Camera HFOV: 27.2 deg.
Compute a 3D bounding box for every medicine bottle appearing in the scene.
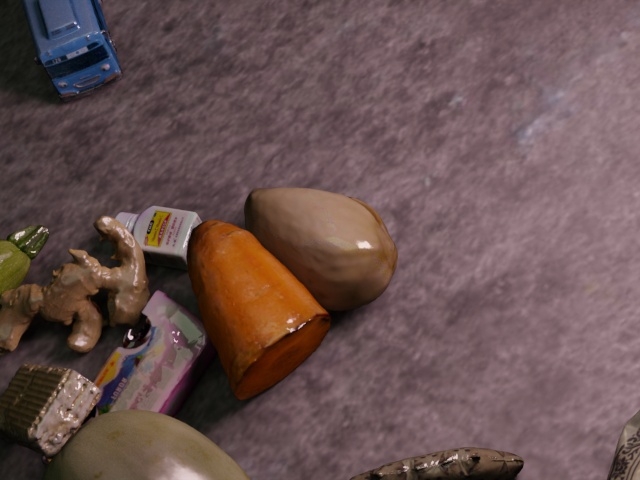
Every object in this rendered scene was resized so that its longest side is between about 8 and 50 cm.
[{"bbox_3d":[-0.231,-0.007,1.871,0.118,0.055,0.074,10,66,17],"label":"medicine bottle"}]

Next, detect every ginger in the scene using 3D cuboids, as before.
[{"bbox_3d":[-0.345,0.092,1.819,0.258,0.065,0.149,-37,90,1],"label":"ginger"}]

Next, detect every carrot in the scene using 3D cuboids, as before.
[{"bbox_3d":[-0.103,0.069,1.718,0.159,0.159,0.225,-33,73,-7],"label":"carrot"}]

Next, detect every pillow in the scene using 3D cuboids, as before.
[{"bbox_3d":[0.128,0.287,1.611,0.241,0.093,0.051,-11,64,5],"label":"pillow"}]

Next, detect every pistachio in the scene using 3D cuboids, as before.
[{"bbox_3d":[0.000,0.000,1.772,0.238,0.138,0.153,38,92,26],"label":"pistachio"}]

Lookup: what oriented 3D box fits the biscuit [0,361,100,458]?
[{"bbox_3d":[-0.361,0.215,1.697,0.062,0.239,0.108,39,72,-19],"label":"biscuit"}]

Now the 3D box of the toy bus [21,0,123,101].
[{"bbox_3d":[-0.394,-0.345,2.045,0.116,0.133,0.234,-21,59,-1],"label":"toy bus"}]

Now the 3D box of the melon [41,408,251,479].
[{"bbox_3d":[-0.190,0.345,1.551,0.271,0.272,0.308,-17,94,3],"label":"melon"}]

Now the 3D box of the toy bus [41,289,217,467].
[{"bbox_3d":[-0.246,0.206,1.739,0.112,0.090,0.274,27,70,17],"label":"toy bus"}]

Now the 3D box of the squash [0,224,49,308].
[{"bbox_3d":[-0.446,0.028,1.889,0.105,0.105,0.132,35,59,26],"label":"squash"}]

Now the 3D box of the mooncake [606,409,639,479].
[{"bbox_3d":[0.439,0.323,1.502,0.254,0.136,0.250,21,64,21],"label":"mooncake"}]
